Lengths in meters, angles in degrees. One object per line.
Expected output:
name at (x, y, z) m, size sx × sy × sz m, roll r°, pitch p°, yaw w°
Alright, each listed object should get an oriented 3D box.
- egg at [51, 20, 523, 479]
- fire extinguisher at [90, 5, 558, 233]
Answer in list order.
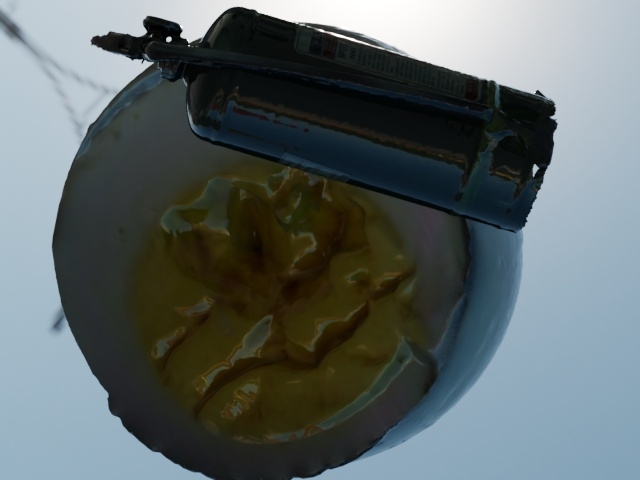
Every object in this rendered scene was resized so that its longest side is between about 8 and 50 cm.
egg at (0.000, 0.000, 1.531) m, size 0.354 × 0.354 × 0.340 m, roll -37°, pitch 173°, yaw 17°
fire extinguisher at (-0.003, -0.089, 1.171) m, size 0.118 × 0.294 × 0.093 m, roll -163°, pitch -91°, yaw -86°
